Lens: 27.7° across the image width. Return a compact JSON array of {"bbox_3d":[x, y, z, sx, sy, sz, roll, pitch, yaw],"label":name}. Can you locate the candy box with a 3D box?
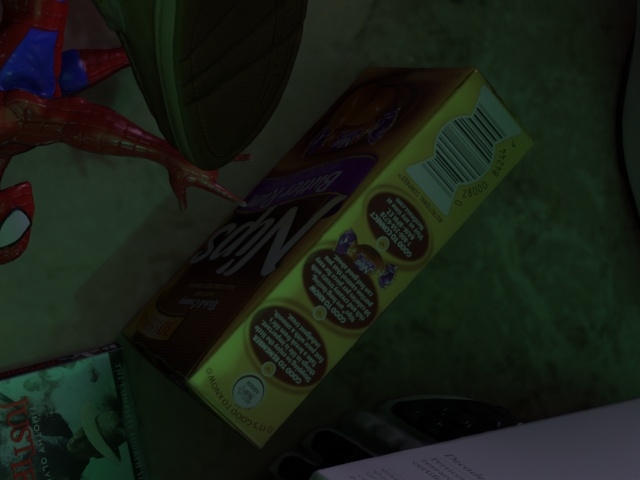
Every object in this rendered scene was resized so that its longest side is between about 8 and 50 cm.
[{"bbox_3d":[0.000,0.000,0.601,0.053,0.109,0.187,45,78,-22],"label":"candy box"}]

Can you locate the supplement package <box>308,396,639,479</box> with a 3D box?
[{"bbox_3d":[0.120,0.194,0.552,0.293,0.175,0.177,-2,119,-49],"label":"supplement package"}]

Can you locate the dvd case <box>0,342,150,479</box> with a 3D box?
[{"bbox_3d":[-0.142,0.104,0.607,0.119,0.013,0.087,-14,102,-22],"label":"dvd case"}]

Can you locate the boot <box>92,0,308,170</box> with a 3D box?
[{"bbox_3d":[-0.094,-0.132,0.463,0.077,0.165,0.213,-49,147,-33],"label":"boot"}]

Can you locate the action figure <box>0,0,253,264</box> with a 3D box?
[{"bbox_3d":[-0.084,-0.119,0.556,0.139,0.091,0.280,14,91,-13],"label":"action figure"}]

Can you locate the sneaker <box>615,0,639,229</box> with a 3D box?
[{"bbox_3d":[0.233,-0.083,0.589,0.169,0.257,0.447,-16,100,4],"label":"sneaker"}]

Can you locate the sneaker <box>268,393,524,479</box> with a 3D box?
[{"bbox_3d":[-0.005,0.192,0.640,0.292,0.110,0.118,-40,131,-17],"label":"sneaker"}]
